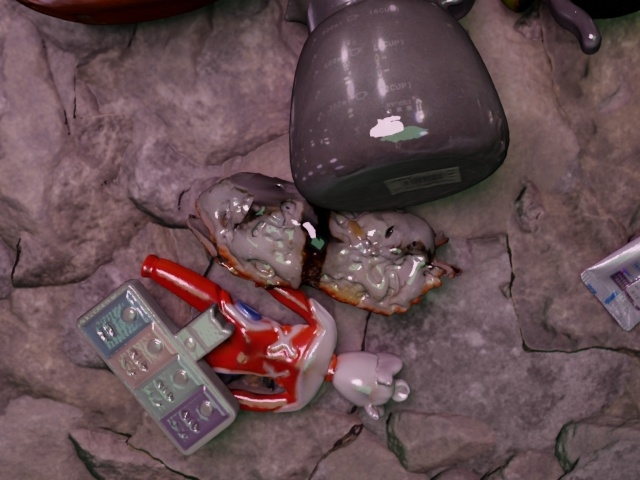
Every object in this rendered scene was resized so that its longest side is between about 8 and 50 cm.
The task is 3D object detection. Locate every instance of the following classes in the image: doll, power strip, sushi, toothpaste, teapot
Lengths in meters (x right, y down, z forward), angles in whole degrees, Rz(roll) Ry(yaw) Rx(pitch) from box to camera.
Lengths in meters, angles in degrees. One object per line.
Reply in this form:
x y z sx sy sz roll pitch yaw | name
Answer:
-0.063 0.143 0.830 0.384 0.099 0.188 20 102 -2 | doll
-0.172 0.136 0.773 0.145 0.061 0.216 -37 96 4 | power strip
0.000 0.000 0.774 0.332 0.124 0.130 16 122 -7 | sushi
0.503 -0.005 0.847 0.299 0.073 0.114 -40 103 13 | toothpaste
0.091 -0.202 0.650 0.305 0.223 0.285 -21 73 42 | teapot

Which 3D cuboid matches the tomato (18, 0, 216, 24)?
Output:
-0.173 -0.353 0.589 0.290 0.325 0.293 -4 95 -30 | tomato

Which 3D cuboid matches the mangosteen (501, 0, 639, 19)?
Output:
0.294 -0.352 0.677 0.243 0.243 0.243 -1 103 -4 | mangosteen
